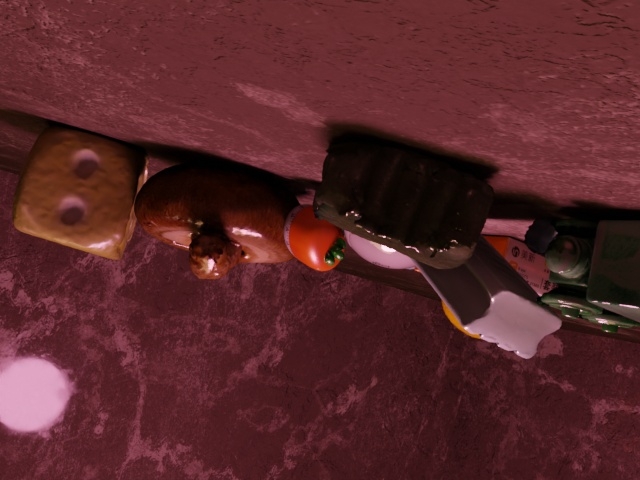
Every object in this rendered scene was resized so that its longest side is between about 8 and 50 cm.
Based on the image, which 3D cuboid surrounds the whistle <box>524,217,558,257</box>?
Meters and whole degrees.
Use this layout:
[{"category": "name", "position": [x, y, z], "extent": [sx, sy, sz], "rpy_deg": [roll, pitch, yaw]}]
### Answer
[{"category": "whistle", "position": [0.443, 0.032, 1.245], "extent": [0.312, 0.062, 0.062], "rpy_deg": [19, 173, -39]}]

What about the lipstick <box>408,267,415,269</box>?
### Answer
[{"category": "lipstick", "position": [0.245, 0.047, 1.973], "extent": [0.274, 0.061, 0.068], "rpy_deg": [13, 175, -36]}]

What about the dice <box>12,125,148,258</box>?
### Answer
[{"category": "dice", "position": [-0.496, -0.098, 1.612], "extent": [0.227, 0.233, 0.238], "rpy_deg": [17, 174, -8]}]

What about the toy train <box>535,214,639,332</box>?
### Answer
[{"category": "toy train", "position": [0.431, 0.054, 1.056], "extent": [0.266, 0.145, 0.202], "rpy_deg": [19, 170, -41]}]

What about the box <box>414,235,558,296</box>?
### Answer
[{"category": "box", "position": [0.360, 0.057, 1.571], "extent": [0.221, 0.091, 0.274], "rpy_deg": [19, 173, -27]}]

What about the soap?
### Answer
[{"category": "soap", "position": [0.234, 0.051, 1.188], "extent": [0.160, 0.087, 0.265], "rpy_deg": [26, -160, -34]}]

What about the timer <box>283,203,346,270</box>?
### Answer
[{"category": "timer", "position": [0.000, 0.000, 1.421], "extent": [0.136, 0.099, 0.136], "rpy_deg": [33, 164, 11]}]

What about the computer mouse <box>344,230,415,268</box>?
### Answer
[{"category": "computer mouse", "position": [0.135, -0.005, 1.424], "extent": [0.184, 0.121, 0.297], "rpy_deg": [13, 173, 6]}]

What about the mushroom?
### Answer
[{"category": "mushroom", "position": [-0.189, -0.045, 1.544], "extent": [0.345, 0.239, 0.345], "rpy_deg": [36, 178, 1]}]

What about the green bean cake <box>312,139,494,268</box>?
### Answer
[{"category": "green bean cake", "position": [0.103, -0.049, 1.033], "extent": [0.227, 0.124, 0.222], "rpy_deg": [17, 177, 2]}]

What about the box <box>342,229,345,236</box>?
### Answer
[{"category": "box", "position": [0.179, 0.003, 1.788], "extent": [0.226, 0.042, 0.161], "rpy_deg": [17, 175, -15]}]

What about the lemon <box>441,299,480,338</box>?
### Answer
[{"category": "lemon", "position": [0.418, 0.159, 1.983], "extent": [0.244, 0.186, 0.187], "rpy_deg": [29, -179, 24]}]
